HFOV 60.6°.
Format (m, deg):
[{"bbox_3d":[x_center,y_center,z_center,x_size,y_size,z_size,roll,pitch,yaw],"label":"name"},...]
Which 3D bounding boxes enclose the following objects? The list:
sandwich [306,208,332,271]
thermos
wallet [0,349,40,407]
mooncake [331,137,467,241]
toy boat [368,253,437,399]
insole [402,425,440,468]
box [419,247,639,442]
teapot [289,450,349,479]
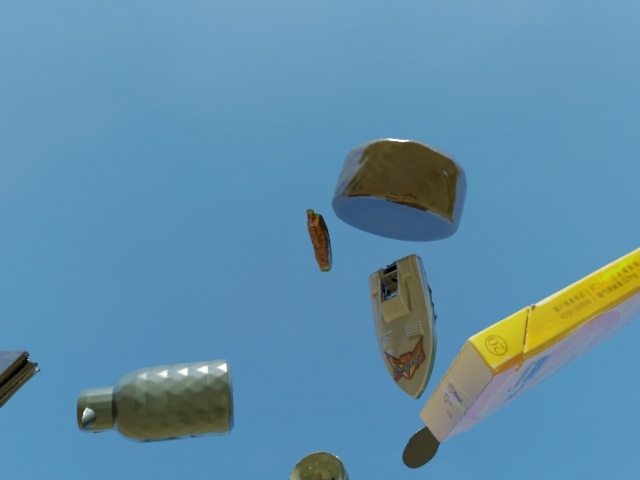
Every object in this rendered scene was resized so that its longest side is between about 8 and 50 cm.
[{"bbox_3d":[0.000,-0.002,1.144,0.029,0.067,0.135,-13,-89,14],"label":"sandwich"},{"bbox_3d":[-0.314,0.310,1.067,0.287,0.182,0.144,-2,-84,-9],"label":"thermos"},{"bbox_3d":[-0.442,0.232,0.545,0.169,0.317,0.044,-11,-62,40],"label":"wallet"},{"bbox_3d":[0.177,-0.109,1.217,0.285,0.284,0.155,17,-108,-4],"label":"mooncake"},{"bbox_3d":[0.167,0.169,1.084,0.129,0.295,0.088,-29,-43,30],"label":"toy boat"},{"bbox_3d":[0.249,0.439,1.225,0.188,0.064,0.004,-32,-37,-31],"label":"insole"},{"bbox_3d":[0.226,0.089,0.518,0.269,0.043,0.152,-22,-34,-23],"label":"box"},{"bbox_3d":[0.022,0.522,1.038,0.184,0.183,0.250,-16,-58,2],"label":"teapot"}]
